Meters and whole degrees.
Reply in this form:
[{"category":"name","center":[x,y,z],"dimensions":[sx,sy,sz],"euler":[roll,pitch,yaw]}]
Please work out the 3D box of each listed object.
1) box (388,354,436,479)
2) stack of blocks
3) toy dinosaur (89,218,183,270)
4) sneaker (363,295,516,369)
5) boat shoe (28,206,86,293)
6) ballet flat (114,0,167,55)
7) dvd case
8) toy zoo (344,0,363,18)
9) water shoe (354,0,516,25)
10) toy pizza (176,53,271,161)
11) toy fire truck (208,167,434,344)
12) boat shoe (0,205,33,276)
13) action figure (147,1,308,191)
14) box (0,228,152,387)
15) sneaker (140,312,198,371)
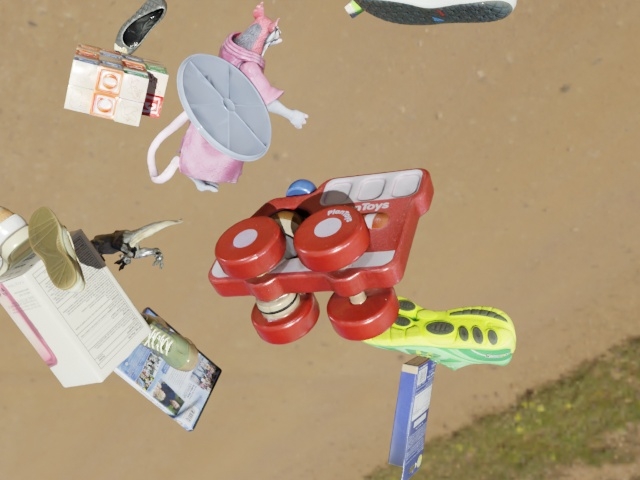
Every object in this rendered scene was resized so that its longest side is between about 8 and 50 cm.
[{"category":"box","center":[0.171,0.331,1.609],"dimensions":[0.036,0.225,0.136],"euler":[9,-175,22]},{"category":"stack of blocks","center":[-0.374,-0.289,1.589],"dimensions":[0.171,0.297,0.087],"euler":[11,105,-17]},{"category":"toy dinosaur","center":[-0.374,0.013,1.695],"dimensions":[0.268,0.118,0.064],"euler":[-18,131,-27]},{"category":"sneaker","center":[0.191,0.173,1.484],"dimensions":[0.295,0.109,0.124],"euler":[5,137,30]},{"category":"boat shoe","center":[-0.407,0.016,1.336],"dimensions":[0.056,0.153,0.048],"euler":[-36,156,3]},{"category":"ballet flat","center":[-0.403,-0.472,1.908],"dimensions":[0.057,0.049,0.173],"euler":[31,115,-31]},{"category":"dvd case","center":[-0.353,0.298,1.997],"dimensions":[0.022,0.180,0.253],"euler":[-25,119,40]},{"category":"toy zoo","center":[0.191,-0.548,1.667],"dimensions":[0.293,0.192,0.030],"euler":[-27,110,34]},{"category":"water shoe","center":[0.133,-0.296,0.990],"dimensions":[0.203,0.080,0.073],"euler":[10,173,28]},{"category":"toy pizza","center":[-0.161,-0.216,1.420],"dimensions":[0.032,0.201,0.201],"euler":[-30,136,35]},{"category":"toy fire truck","center":[0.000,0.000,1.237],"dimensions":[0.302,0.254,0.169],"euler":[-5,129,27]},{"category":"boat shoe","center":[-0.638,0.001,1.740],"dimensions":[0.103,0.113,0.302],"euler":[48,151,-3]},{"category":"action figure","center":[-0.182,-0.298,1.681],"dimensions":[0.275,0.248,0.370],"euler":[2,128,-28]},{"category":"box","center":[-0.436,0.121,1.509],"dimensions":[0.126,0.149,0.232],"euler":[-15,114,40]},{"category":"sneaker","center":[-0.317,0.192,1.656],"dimensions":[0.086,0.064,0.192],"euler":[23,-175,-43]}]
